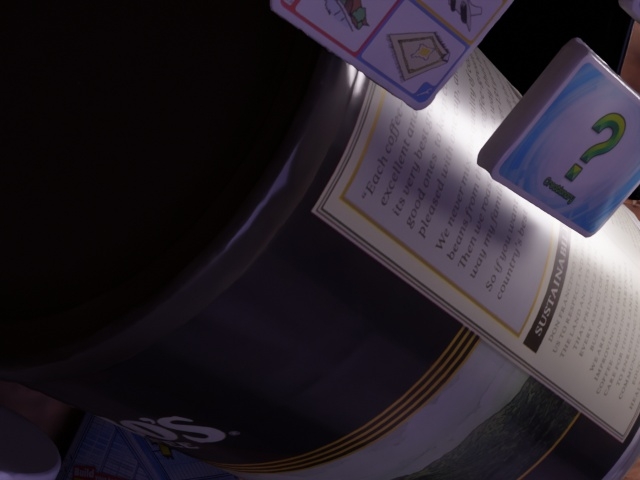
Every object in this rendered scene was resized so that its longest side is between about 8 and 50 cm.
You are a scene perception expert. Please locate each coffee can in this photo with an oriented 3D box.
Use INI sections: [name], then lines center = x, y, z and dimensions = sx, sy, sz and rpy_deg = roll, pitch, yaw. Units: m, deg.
[coffee can]
center = 0.000, 0.000, 0.499
dimensions = 0.201, 0.201, 0.275
rpy_deg = -55, 137, 0

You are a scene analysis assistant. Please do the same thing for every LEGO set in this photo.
[LEGO set]
center = 0.087, -0.096, 0.329
dimensions = 0.182, 0.060, 0.244
rpy_deg = -51, 140, 11

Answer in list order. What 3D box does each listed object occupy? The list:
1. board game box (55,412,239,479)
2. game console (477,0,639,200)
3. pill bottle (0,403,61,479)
[board game box]
center = -0.070, 0.172, 0.579
dimensions = 0.060, 0.194, 0.194
rpy_deg = 8, 96, -60
[game console]
center = 0.109, -0.088, 0.598
dimensions = 0.071, 0.122, 0.107
rpy_deg = -55, 137, 0
[pill bottle]
center = -0.175, 0.150, 0.516
dimensions = 0.094, 0.094, 0.169
rpy_deg = 20, 101, -46
